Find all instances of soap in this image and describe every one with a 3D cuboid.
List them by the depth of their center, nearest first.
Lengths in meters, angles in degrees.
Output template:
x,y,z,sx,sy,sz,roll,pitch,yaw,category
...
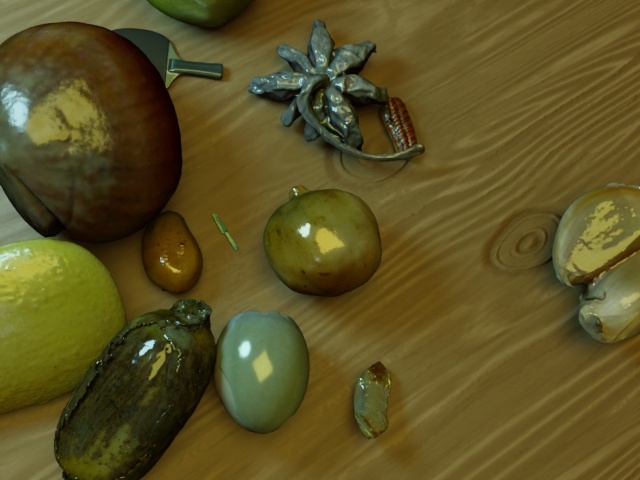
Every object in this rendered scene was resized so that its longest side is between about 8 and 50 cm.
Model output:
x,y,z,sx,sy,sz,roll,pitch,yaw,category
-0.566,0.166,1.595,0.427,0.115,0.306,-21,106,-9,soap

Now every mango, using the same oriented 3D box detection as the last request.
x,y,z,sx,sy,sz,roll,pitch,yaw,category
-0.293,0.025,1.726,0.115,0.089,0.165,-26,80,-15,mango

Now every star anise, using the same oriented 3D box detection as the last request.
x,y,z,sx,sy,sz,roll,pitch,yaw,category
0.030,-0.315,1.828,0.360,0.139,0.315,-2,83,-3,star anise

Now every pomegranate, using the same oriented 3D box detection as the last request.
x,y,z,sx,sy,sz,roll,pitch,yaw,category
0.003,0.007,1.714,0.233,0.233,0.233,2,77,-9,pomegranate

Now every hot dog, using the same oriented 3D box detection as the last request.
x,y,z,sx,sy,sz,roll,pitch,yaw,category
0.097,0.317,1.734,0.078,0.061,0.169,21,48,-11,hot dog
0.168,-0.238,1.888,0.062,0.038,0.144,-15,80,-13,hot dog

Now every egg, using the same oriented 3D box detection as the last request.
x,y,z,sx,sy,sz,roll,pitch,yaw,category
-0.111,0.248,1.651,0.183,0.183,0.217,7,64,-8,egg

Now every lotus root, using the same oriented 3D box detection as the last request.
x,y,z,sx,sy,sz,roll,pitch,yaw,category
-0.323,0.276,1.598,0.196,0.179,0.397,32,89,10,lotus root

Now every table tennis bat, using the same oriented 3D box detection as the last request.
x,y,z,sx,sy,sz,roll,pitch,yaw,category
-0.339,-0.364,1.846,0.274,0.021,0.154,5,77,-6,table tennis bat

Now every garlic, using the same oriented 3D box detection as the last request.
x,y,z,sx,sy,sz,roll,pitch,yaw,category
0.618,0.045,1.810,0.313,0.249,0.286,-44,104,4,garlic

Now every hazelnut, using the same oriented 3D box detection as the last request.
x,y,z,sx,sy,sz,roll,pitch,yaw,category
-0.450,-0.188,1.621,0.359,0.359,0.409,-21,87,-13,hazelnut

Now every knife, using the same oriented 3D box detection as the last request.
x,y,z,sx,sy,sz,roll,pitch,yaw,category
-0.193,-0.018,1.794,0.014,0.005,0.091,-31,83,-16,knife

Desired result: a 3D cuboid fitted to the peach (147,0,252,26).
x,y,z,sx,sy,sz,roll,pitch,yaw,category
-0.254,-0.588,1.769,0.282,0.315,0.314,-23,89,2,peach
